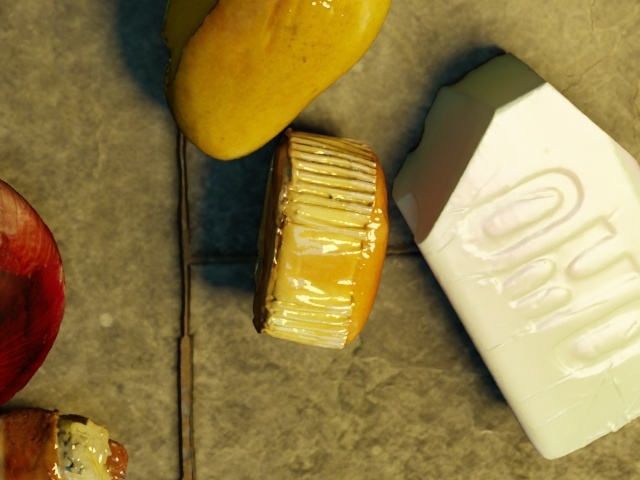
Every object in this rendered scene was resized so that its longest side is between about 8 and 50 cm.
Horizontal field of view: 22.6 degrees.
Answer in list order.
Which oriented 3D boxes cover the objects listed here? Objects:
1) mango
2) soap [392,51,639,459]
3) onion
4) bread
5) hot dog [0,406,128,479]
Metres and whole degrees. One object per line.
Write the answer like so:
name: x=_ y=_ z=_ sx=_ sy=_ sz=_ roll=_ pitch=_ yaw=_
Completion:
mango: x=-0.042 y=-0.185 z=1.334 sx=0.167 sy=0.130 sz=0.262 roll=28 pitch=112 yaw=-25
soap: x=0.211 y=0.008 z=1.467 sx=0.208 sy=0.115 sz=0.347 roll=-29 pitch=115 yaw=4
onion: x=-0.345 y=0.074 z=1.363 sx=0.272 sy=0.195 sz=0.272 roll=-10 pitch=126 yaw=-14
bread: x=0.000 y=0.000 z=1.418 sx=0.114 sy=0.132 sz=0.190 roll=9 pitch=116 yaw=-12
hot dog: x=-0.286 y=0.215 z=1.489 sx=0.213 sy=0.103 sz=0.146 roll=-1 pitch=139 yaw=-3
